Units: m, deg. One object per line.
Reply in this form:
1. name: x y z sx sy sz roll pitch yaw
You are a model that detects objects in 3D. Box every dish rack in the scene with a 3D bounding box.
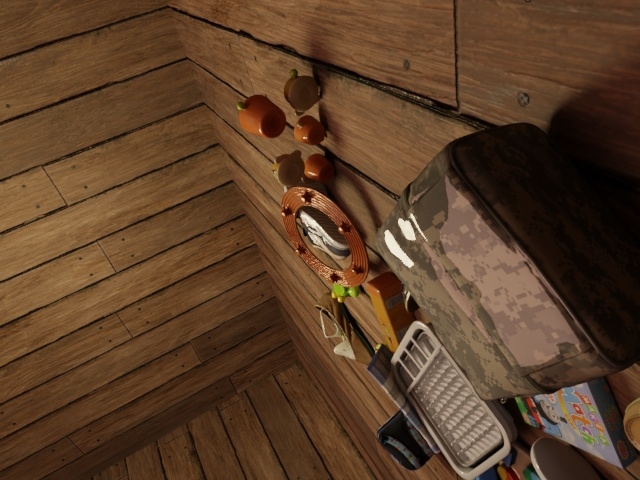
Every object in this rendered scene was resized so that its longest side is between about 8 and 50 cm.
1. dish rack: 0.309 0.367 1.115 0.333 0.072 0.286 56 151 32

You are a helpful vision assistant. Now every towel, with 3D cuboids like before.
1. towel: 0.241 0.430 1.309 0.285 0.034 0.209 49 -163 7

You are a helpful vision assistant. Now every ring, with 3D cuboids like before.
1. ring: 0.000 0.000 1.329 0.336 0.032 0.337 35 146 28

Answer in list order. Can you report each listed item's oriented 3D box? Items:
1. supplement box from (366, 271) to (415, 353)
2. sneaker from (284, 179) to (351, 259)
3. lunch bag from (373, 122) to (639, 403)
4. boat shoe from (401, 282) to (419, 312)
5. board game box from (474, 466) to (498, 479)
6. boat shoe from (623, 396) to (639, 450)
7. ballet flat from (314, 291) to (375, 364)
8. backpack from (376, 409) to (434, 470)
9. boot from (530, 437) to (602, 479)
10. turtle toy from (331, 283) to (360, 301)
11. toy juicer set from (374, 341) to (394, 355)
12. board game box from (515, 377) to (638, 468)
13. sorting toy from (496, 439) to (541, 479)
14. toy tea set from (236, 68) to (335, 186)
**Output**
1. supplement box: 0.203 0.207 1.276 0.078 0.080 0.233 29 141 65
2. sneaker: -0.011 -0.071 1.429 0.321 0.126 0.127 54 157 25
3. lunch bag: 0.219 0.039 0.601 0.305 0.212 0.256 58 142 16
4. boat shoe: 0.218 0.105 1.116 0.049 0.056 0.152 -126 27 -47
5. board game box: 0.420 0.644 1.206 0.160 0.047 0.210 178 77 -88
6. boat shoe: 0.437 0.226 0.518 0.105 0.089 0.285 60 164 12
7. ballet flat: 0.082 0.360 1.825 0.342 0.124 0.116 58 164 19
8. backpack: 0.298 0.686 1.622 0.173 0.158 0.117 47 169 14
9. boot: 0.466 0.481 0.823 0.258 0.095 0.123 48 152 41
10. turtle toy: 0.086 0.158 1.591 0.130 0.066 0.095 -155 65 -63
11. toy juicer set: 0.257 0.474 1.509 0.329 0.089 0.209 61 164 6
12. board game box: 0.401 0.265 0.797 0.160 0.039 0.211 65 164 -4
13. sorting toy: 0.454 0.529 1.054 0.193 0.038 0.208 33 146 61
14. toy tea set: -0.083 -0.266 1.222 0.124 0.200 0.336 37 156 41
